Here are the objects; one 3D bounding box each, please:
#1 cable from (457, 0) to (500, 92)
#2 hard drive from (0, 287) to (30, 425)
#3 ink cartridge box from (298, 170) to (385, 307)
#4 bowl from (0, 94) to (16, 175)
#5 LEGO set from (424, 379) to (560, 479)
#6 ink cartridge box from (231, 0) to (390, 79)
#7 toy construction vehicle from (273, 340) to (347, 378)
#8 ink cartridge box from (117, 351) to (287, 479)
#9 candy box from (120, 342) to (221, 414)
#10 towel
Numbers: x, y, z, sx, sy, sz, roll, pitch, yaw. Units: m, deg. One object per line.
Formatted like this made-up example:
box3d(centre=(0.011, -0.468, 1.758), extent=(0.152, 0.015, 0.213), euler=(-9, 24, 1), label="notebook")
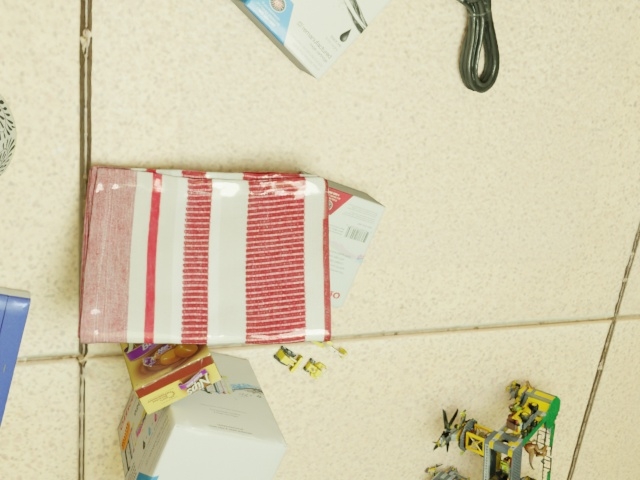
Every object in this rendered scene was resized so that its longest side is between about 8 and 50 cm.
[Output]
box3d(centre=(0.218, -0.363, 1.114), extent=(0.139, 0.072, 0.287), euler=(-43, 134, -20), label="cable")
box3d(centre=(-0.571, 0.143, 0.997), extent=(0.319, 0.040, 0.210), euler=(11, 107, -26), label="hard drive")
box3d(centre=(0.000, 0.000, 1.150), extent=(0.128, 0.072, 0.175), euler=(17, 103, -27), label="ink cartridge box")
box3d(centre=(-0.457, -0.120, 0.911), extent=(0.170, 0.080, 0.170), euler=(-8, 114, -18), label="bowl")
box3d(centre=(0.309, 0.412, 1.423), extent=(0.255, 0.192, 0.331), euler=(-35, 128, -40), label="LEGO set")
box3d(centre=(0.005, -0.342, 1.002), extent=(0.203, 0.086, 0.148), euler=(-48, 120, 3), label="ink cartridge box")
box3d(centre=(-0.013, 0.190, 1.246), extent=(0.098, 0.035, 0.086), euler=(39, 94, -30), label="toy construction vehicle")
box3d(centre=(-0.182, 0.286, 1.105), extent=(0.168, 0.232, 0.171), euler=(18, 104, -25), label="ink cartridge box")
box3d(centre=(-0.218, 0.148, 1.058), extent=(0.109, 0.186, 0.053), euler=(-25, 122, -12), label="candy box")
box3d(centre=(-0.148, 0.020, 1.012), extent=(0.329, 0.037, 0.236), euler=(1, 78, -9), label="towel")
